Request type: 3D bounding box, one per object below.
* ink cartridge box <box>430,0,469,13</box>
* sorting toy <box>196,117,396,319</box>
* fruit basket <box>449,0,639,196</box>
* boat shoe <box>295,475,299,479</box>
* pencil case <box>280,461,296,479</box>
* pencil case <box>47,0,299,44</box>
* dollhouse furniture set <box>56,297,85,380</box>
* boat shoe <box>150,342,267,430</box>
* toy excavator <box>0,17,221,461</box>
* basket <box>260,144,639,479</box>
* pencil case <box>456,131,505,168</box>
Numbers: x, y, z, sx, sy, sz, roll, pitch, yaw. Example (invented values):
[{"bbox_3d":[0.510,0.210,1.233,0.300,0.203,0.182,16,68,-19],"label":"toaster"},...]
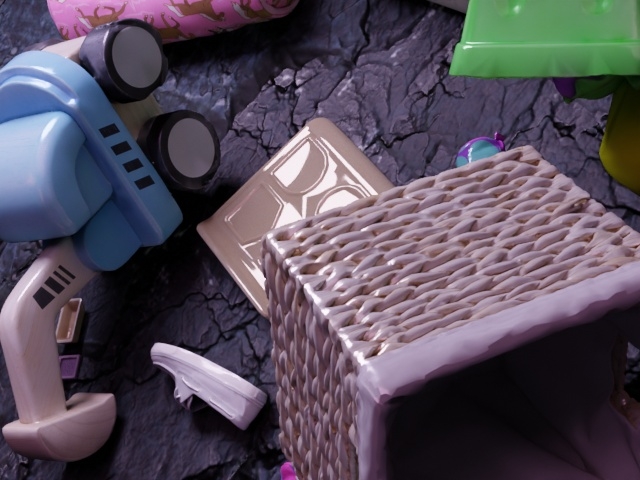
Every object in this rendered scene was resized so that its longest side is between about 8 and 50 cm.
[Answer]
[{"bbox_3d":[0.157,-0.419,1.851,0.354,0.119,0.207,24,77,17],"label":"ink cartridge box"},{"bbox_3d":[0.000,0.000,1.809,0.229,0.041,0.307,-41,49,0],"label":"sorting toy"},{"bbox_3d":[0.339,-0.176,1.539,0.283,0.392,0.392,5,67,35],"label":"fruit basket"},{"bbox_3d":[0.012,0.366,1.506,0.084,0.095,0.258,-2,76,-3],"label":"boat shoe"},{"bbox_3d":[-0.037,0.362,1.578,0.104,0.104,0.236,11,69,37],"label":"pencil case"},{"bbox_3d":[-0.214,-0.371,2.084,0.386,0.160,0.167,-7,27,31],"label":"pencil case"},{"bbox_3d":[-0.375,0.123,1.948,0.091,0.081,0.114,-6,60,30],"label":"dollhouse furniture set"},{"bbox_3d":[-0.147,0.181,1.784,0.184,0.066,0.063,23,76,30],"label":"boat shoe"},{"bbox_3d":[-0.328,-0.003,1.861,0.222,0.433,0.445,-4,36,45],"label":"toy excavator"},{"bbox_3d":[0.136,0.133,1.385,0.331,0.328,0.266,-20,41,-20],"label":"basket"},{"bbox_3d":[0.209,-0.051,1.680,0.070,0.064,0.151,-44,47,25],"label":"pencil case"}]
